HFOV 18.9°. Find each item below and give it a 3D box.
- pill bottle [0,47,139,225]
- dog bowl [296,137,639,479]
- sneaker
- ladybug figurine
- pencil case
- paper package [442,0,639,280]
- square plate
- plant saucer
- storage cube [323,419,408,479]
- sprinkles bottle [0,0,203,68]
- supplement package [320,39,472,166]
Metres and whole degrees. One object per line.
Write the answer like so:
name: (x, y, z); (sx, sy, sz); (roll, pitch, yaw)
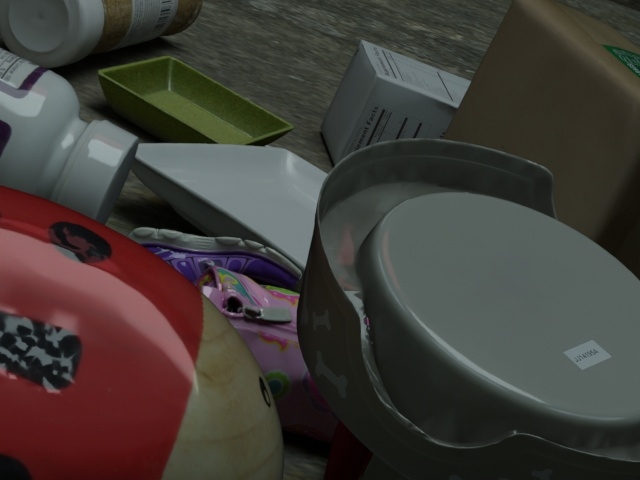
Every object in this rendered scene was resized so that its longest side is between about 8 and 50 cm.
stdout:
pill bottle: (-0.328, -0.101, 1.765); (0.301, 0.169, 0.169); (25, 20, 0)
dog bowl: (0.140, 0.071, 1.416); (0.348, 0.102, 0.349); (18, 34, -12)
sneaker: (-0.103, 0.032, 1.822); (0.170, 0.071, 0.068); (6, -7, 0)
ladybug figurine: (-0.228, 0.091, 1.245); (0.449, 0.162, 0.305); (17, 62, -10)
pencil case: (0.002, 0.111, 1.680); (0.284, 0.124, 0.124); (19, 21, -21)
paper package: (0.292, -0.076, 2.207); (0.168, 0.309, 0.325); (11, 26, -33)
square plate: (0.000, 0.000, 2.027); (0.347, 0.049, 0.344); (34, 16, 23)
plant saucer: (-0.151, -0.146, 2.254); (0.188, 0.045, 0.188); (30, 20, 15)
storage cube: (0.116, 0.177, 1.535); (0.183, 0.215, 0.193); (24, 27, -5)
sprinkles bottle: (-0.264, -0.292, 2.379); (0.121, 0.121, 0.355); (29, 20, 12)
supplement package: (0.142, -0.135, 2.431); (0.244, 0.134, 0.139); (19, 21, -16)
